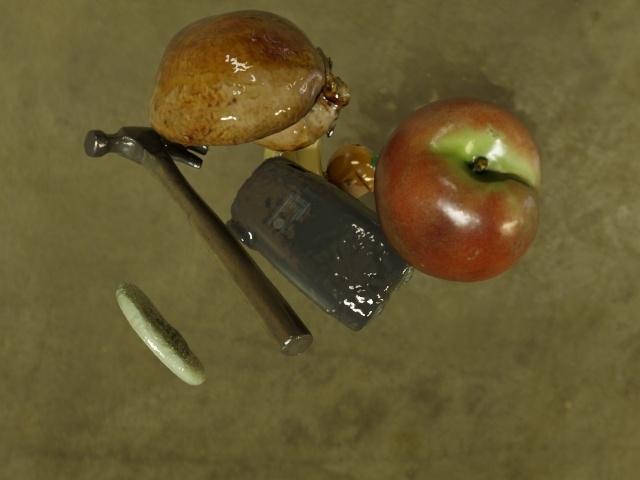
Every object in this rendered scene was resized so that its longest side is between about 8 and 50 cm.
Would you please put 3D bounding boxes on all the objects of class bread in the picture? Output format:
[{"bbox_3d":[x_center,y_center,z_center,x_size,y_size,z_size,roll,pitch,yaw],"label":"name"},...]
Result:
[{"bbox_3d":[-0.234,0.134,1.309,0.036,0.112,0.193,-40,88,0],"label":"bread"}]

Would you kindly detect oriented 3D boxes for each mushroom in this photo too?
[{"bbox_3d":[-0.097,-0.226,1.273,0.283,0.263,0.195,2,103,-30],"label":"mushroom"}]

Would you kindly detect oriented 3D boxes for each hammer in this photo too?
[{"bbox_3d":[-0.147,-0.013,1.169,0.168,0.440,0.044,-6,134,-40],"label":"hammer"}]

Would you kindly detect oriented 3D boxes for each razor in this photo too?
[{"bbox_3d":[-0.002,-0.002,1.542,0.189,0.327,0.107,-53,161,-4],"label":"razor"}]

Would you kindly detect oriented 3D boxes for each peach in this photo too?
[{"bbox_3d":[0.185,-0.067,1.242,0.252,0.252,0.252,-6,111,-17],"label":"peach"}]

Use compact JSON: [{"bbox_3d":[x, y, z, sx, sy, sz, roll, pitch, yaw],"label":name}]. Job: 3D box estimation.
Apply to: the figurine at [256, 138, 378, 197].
[{"bbox_3d":[0.017,-0.110,1.747,0.222,0.124,0.324,-39,114,0],"label":"figurine"}]
